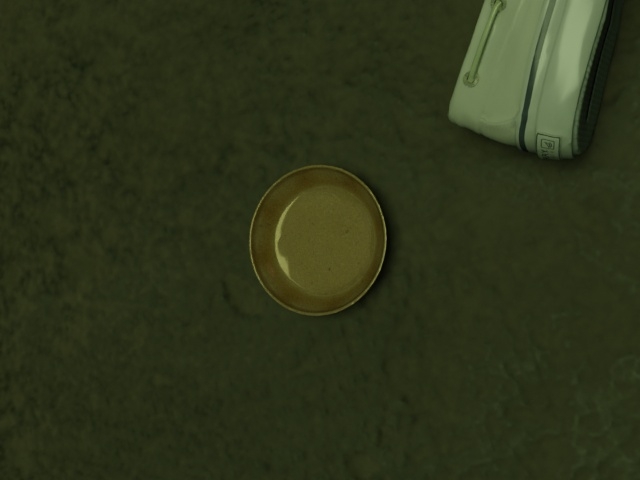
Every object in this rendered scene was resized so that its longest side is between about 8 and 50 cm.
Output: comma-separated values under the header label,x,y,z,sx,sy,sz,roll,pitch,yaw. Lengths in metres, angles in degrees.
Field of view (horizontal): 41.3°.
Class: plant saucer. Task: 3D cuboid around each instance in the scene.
label,x,y,z,sx,sy,sz,roll,pitch,yaw
plant saucer,0.000,0.000,0.473,0.083,0.015,0.083,-2,86,25

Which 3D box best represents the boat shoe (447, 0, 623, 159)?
label,x,y,z,sx,sy,sz,roll,pitch,yaw
boat shoe,0.112,-0.154,0.395,0.076,0.083,0.226,16,94,23
